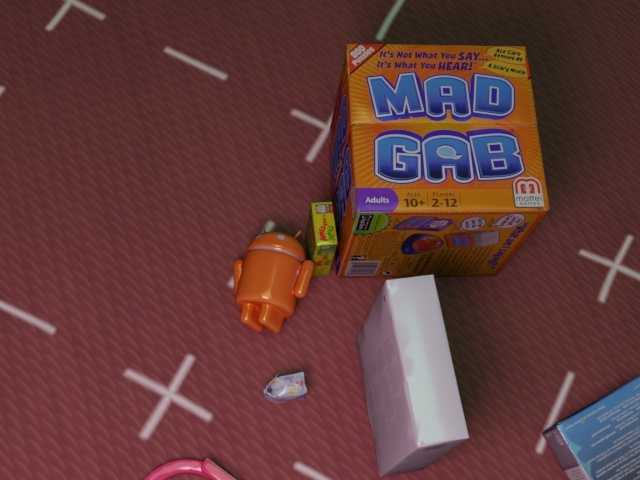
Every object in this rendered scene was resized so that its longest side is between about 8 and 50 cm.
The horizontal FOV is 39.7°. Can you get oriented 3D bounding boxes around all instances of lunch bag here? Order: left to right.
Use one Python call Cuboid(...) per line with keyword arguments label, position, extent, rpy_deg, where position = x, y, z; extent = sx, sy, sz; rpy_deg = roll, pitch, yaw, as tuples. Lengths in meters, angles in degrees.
Cuboid(label="lunch bag", position=(-0.072, 0.291, 1.749), extent=(0.083, 0.071, 0.053), rpy_deg=(-10, 71, -9))

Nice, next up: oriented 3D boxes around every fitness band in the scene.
Cuboid(label="fitness band", position=(-0.217, 0.536, 1.650), extent=(0.291, 0.054, 0.209), rpy_deg=(37, 72, 11))

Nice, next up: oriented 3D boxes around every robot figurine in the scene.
Cuboid(label="robot figurine", position=(-0.102, 0.076, 1.805), extent=(0.128, 0.158, 0.219), rpy_deg=(21, 66, -20))

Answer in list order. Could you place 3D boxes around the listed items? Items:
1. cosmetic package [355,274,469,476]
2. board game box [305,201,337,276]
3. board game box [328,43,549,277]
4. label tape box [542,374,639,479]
Cuboid(label="cosmetic package", position=(0.154, 0.259, 1.617), extent=(0.097, 0.377, 0.284), rpy_deg=(-8, 70, -9))
Cuboid(label="board game box", position=(0.000, 0.000, 1.814), extent=(0.043, 0.181, 0.092), rpy_deg=(-4, 68, -7))
Cuboid(label="board game box", position=(0.216, -0.149, 1.800), extent=(0.356, 0.356, 0.356), rpy_deg=(0, 68, -6))
Cuboid(label="label tape box", position=(0.629, 0.460, 1.726), extent=(0.241, 0.106, 0.333), rpy_deg=(-25, 73, -15))
